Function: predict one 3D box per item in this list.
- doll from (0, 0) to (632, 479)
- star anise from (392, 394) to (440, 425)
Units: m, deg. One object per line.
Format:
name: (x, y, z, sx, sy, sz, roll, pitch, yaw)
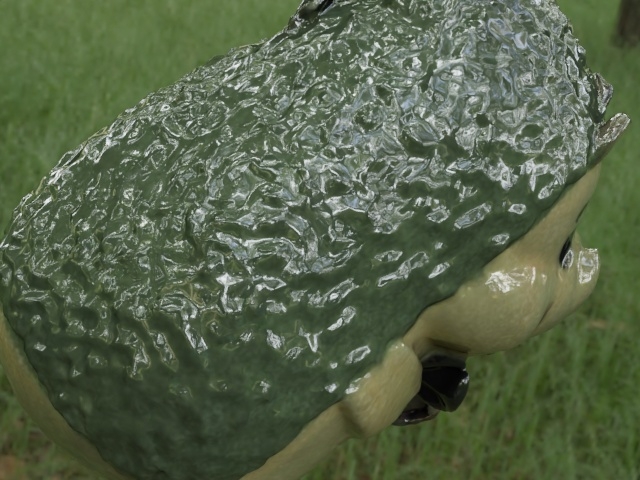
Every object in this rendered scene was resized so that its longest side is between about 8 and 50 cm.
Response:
doll: (0.000, 0.000, 0.645, 0.247, 0.349, 0.247, 48, 5, -6)
star anise: (0.018, 0.080, 0.861, 0.214, 0.220, 0.099, 35, 27, -37)
